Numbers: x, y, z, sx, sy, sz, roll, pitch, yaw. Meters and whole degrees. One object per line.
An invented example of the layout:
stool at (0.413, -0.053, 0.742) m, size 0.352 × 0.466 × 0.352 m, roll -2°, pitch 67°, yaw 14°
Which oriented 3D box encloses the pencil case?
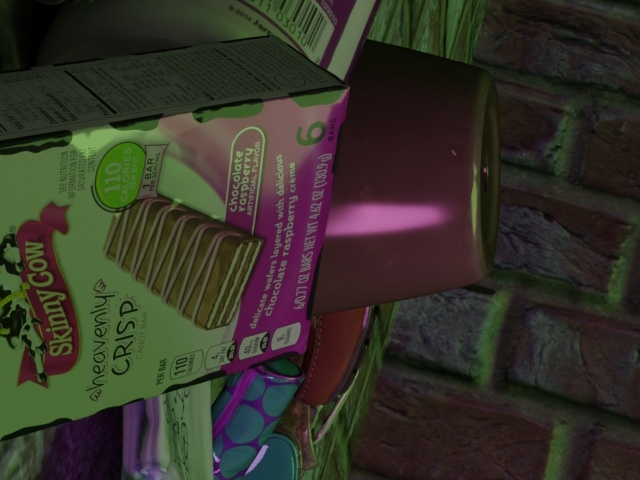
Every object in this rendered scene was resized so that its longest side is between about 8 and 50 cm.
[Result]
pencil case at (-0.077, 0.167, 1.372) m, size 0.070 × 0.064 × 0.152 m, roll 5°, pitch 121°, yaw -57°

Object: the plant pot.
plant pot at (0.008, -0.048, 1.060) m, size 0.263 × 0.229 × 0.263 m, roll 1°, pitch 90°, yaw -78°

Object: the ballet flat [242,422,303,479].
ballet flat at (-0.103, 0.340, 1.667) m, size 0.106 × 0.107 × 0.316 m, roll -133°, pitch -119°, yaw -77°

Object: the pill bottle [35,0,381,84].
pill bottle at (-0.041, -0.175, 0.902) m, size 0.169 × 0.169 × 0.301 m, roll 93°, pitch 15°, yaw -54°

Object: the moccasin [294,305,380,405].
moccasin at (0.000, 0.001, 1.611) m, size 0.139 × 0.147 × 0.380 m, roll -90°, pitch -175°, yaw -64°

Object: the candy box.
candy box at (-0.105, 0.000, 0.700) m, size 0.233 × 0.071 × 0.159 m, roll -14°, pitch 126°, yaw -35°

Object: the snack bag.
snack bag at (-0.115, 0.200, 1.175) m, size 0.323 × 0.037 × 0.343 m, roll 79°, pitch 9°, yaw -72°

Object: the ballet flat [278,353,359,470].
ballet flat at (0.001, 0.115, 1.819) m, size 0.123 × 0.123 × 0.349 m, roll 64°, pitch 42°, yaw -77°

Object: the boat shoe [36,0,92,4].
boat shoe at (-0.130, -0.154, 0.711) m, size 0.227 × 0.079 × 0.081 m, roll -36°, pitch 147°, yaw -67°
